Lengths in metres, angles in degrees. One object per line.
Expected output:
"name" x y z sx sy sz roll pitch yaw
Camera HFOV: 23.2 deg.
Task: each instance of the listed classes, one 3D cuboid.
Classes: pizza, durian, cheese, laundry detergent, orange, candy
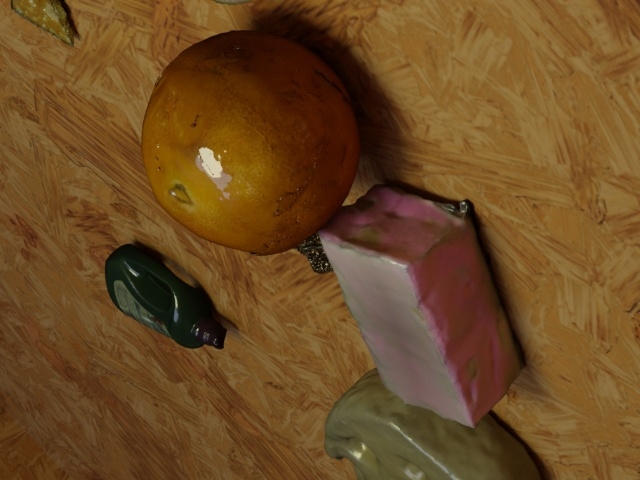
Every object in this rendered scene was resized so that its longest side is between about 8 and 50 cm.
"pizza" -0.357 -0.299 2.042 0.108 0.026 0.123 51 152 -12
"durian" 0.000 0.000 1.852 0.080 0.080 0.091 30 143 32
"cheese" 0.148 0.303 2.000 0.318 0.115 0.326 12 137 50
"laundry detergent" -0.224 0.094 2.323 0.221 0.078 0.144 27 143 37
"orange" -0.073 -0.106 1.660 0.240 0.240 0.240 36 152 23
"candy" 0.116 0.071 1.735 0.155 0.116 0.265 17 142 43

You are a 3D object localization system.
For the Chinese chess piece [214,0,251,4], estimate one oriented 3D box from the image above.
"Chinese chess piece" -0.108 -0.356 1.484 0.270 0.112 0.270 35 152 22
